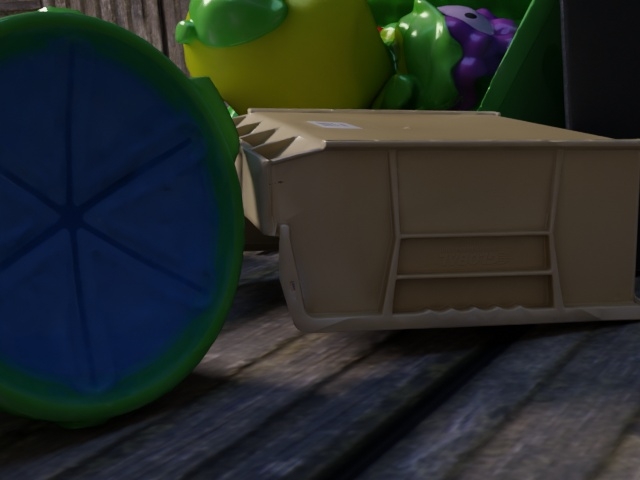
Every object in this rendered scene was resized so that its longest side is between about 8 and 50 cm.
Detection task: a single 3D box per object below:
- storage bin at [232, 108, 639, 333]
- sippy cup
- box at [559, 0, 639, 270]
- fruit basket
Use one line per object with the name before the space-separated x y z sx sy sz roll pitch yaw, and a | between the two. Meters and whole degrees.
storage bin | 0.062 -0.026 0.841 0.260 0.123 0.262 -2 11 -14
sippy cup | -0.205 -0.005 0.717 0.305 0.240 0.224 6 -10 -43
box | 0.336 -0.158 1.003 0.212 0.294 0.395 -1 12 18
fruit basket | 0.033 -0.191 1.155 0.392 0.392 0.283 9 62 48
